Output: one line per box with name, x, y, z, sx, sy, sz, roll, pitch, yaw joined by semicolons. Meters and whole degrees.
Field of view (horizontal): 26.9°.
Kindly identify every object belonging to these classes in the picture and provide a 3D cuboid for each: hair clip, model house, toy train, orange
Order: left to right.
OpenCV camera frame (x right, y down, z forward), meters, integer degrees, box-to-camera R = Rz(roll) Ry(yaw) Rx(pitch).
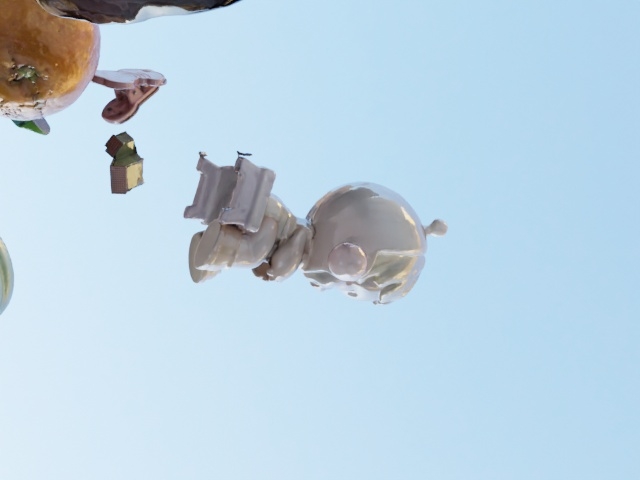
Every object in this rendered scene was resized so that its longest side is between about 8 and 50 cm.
toy train;-0.554;-0.260;2.340;0.042;0.209;0.044;-26;-154;19
orange;-0.470;-0.312;2.115;0.246;0.246;0.246;-19;-116;44
model house;-0.318;-0.122;2.138;0.057;0.058;0.083;42;-36;32
hair clip;-0.346;-0.284;2.377;0.123;0.102;0.138;24;-123;38

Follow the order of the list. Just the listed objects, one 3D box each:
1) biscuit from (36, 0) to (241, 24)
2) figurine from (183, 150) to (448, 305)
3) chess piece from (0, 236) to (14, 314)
biscuit;-0.135;-0.368;1.412;0.407;0.091;0.407;-10;-143;8
figurine;-0.001;-0.009;1.338;0.182;0.256;0.145;-33;-132;58
chess piece;-0.588;0.076;1.835;0.194;0.299;0.195;12;-66;29
